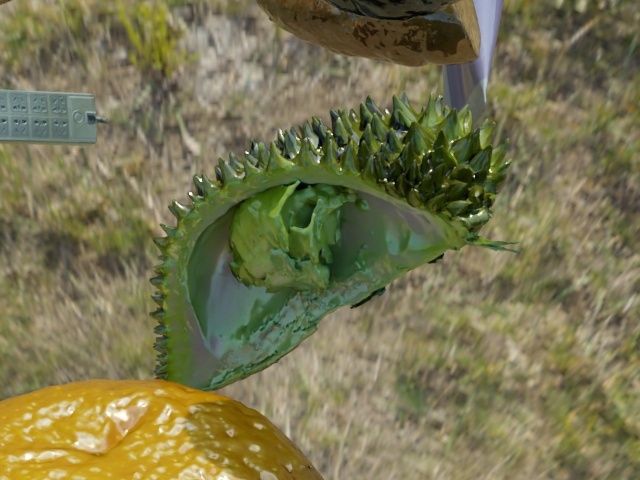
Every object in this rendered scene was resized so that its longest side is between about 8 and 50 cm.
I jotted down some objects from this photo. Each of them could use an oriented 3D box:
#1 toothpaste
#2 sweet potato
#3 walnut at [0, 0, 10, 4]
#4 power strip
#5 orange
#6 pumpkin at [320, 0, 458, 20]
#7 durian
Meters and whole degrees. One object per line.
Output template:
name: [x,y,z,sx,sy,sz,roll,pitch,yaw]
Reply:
toothpaste: [0.145,-0.268,1.595,0.079,0.125,0.371,11,69,-10]
sweet potato: [0.042,-0.199,1.440,0.251,0.097,0.097,13,67,44]
walnut: [-0.317,-0.264,1.164,0.336,0.209,0.209,8,72,1]
power strip: [-0.249,-0.110,1.510,0.136,0.019,0.051,0,82,-37]
orange: [-0.137,0.258,1.132,0.340,0.341,0.293,0,114,-3]
pumpkin: [0.042,-0.229,0.998,0.202,0.140,0.202,-1,89,33]
durian: [0.000,-0.010,1.331,0.355,0.157,0.170,-26,83,32]
